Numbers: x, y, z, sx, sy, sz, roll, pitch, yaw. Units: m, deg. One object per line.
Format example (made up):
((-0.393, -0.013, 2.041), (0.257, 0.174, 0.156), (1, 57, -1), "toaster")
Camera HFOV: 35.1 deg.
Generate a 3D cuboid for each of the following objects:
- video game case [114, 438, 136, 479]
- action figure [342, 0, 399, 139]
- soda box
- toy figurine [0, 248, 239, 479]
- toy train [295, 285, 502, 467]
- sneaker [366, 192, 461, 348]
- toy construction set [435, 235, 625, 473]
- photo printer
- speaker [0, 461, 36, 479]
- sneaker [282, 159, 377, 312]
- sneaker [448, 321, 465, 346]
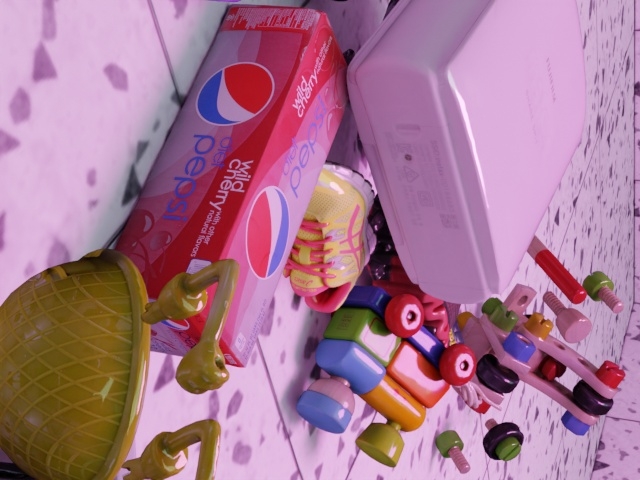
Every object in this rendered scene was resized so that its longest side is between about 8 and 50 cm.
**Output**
((-0.135, 0.165, 0.583), (0.015, 0.119, 0.166), (-11, 108, -35), "video game case")
((0.081, -0.196, 1.004), (0.185, 0.099, 0.285), (-40, 136, -67), "action figure")
((-0.059, -0.046, 0.734), (0.092, 0.083, 0.263), (62, 42, -52), "soda box")
((-0.181, 0.159, 0.401), (0.217, 0.191, 0.362), (13, 78, -32), "toy figurine")
((0.088, 0.165, 1.013), (0.248, 0.105, 0.143), (43, 66, -28), "toy train")
((0.106, 0.015, 1.086), (0.135, 0.098, 0.276), (-61, 156, -45), "sneaker")
((0.275, 0.118, 1.411), (0.237, 0.258, 0.308), (-121, -148, -48), "toy construction set")
((0.152, -0.135, 0.911), (0.307, 0.107, 0.256), (-55, 138, -39), "photo printer")
((-0.183, 0.190, 0.550), (0.055, 0.055, 0.136), (16, 81, -66), "speaker")
((0.000, 0.000, 0.874), (0.208, 0.082, 0.094), (62, 46, -59), "sneaker")
((0.136, 0.093, 1.251), (0.053, 0.059, 0.144), (0, 79, -35), "sneaker")
